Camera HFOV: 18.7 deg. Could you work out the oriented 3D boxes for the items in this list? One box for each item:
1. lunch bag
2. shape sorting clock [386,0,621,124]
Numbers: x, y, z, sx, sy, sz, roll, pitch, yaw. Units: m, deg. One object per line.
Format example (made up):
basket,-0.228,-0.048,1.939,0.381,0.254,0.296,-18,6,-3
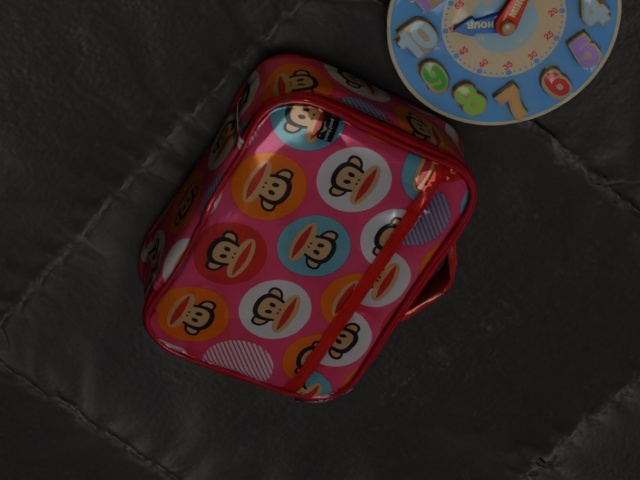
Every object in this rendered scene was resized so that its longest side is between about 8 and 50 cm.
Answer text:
lunch bag,0.000,0.000,1.733,0.258,0.120,0.293,22,117,-21
shape sorting clock,0.159,-0.189,1.675,0.206,0.040,0.206,-2,120,-3
